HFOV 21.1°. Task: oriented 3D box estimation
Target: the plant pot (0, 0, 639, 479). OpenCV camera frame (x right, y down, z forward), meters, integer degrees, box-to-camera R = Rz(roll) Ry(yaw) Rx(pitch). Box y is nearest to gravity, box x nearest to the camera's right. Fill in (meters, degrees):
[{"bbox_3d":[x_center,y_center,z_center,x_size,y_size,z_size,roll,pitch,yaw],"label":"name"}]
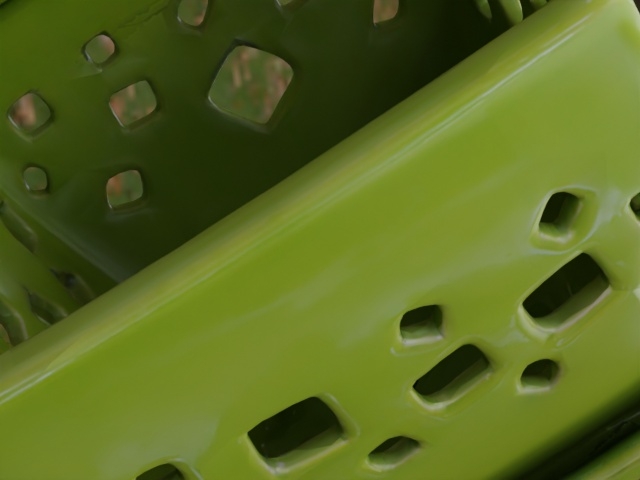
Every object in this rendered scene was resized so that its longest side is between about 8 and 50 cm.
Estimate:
[{"bbox_3d":[0.000,0.000,0.583,0.207,0.228,0.227,55,5,-38],"label":"plant pot"}]
